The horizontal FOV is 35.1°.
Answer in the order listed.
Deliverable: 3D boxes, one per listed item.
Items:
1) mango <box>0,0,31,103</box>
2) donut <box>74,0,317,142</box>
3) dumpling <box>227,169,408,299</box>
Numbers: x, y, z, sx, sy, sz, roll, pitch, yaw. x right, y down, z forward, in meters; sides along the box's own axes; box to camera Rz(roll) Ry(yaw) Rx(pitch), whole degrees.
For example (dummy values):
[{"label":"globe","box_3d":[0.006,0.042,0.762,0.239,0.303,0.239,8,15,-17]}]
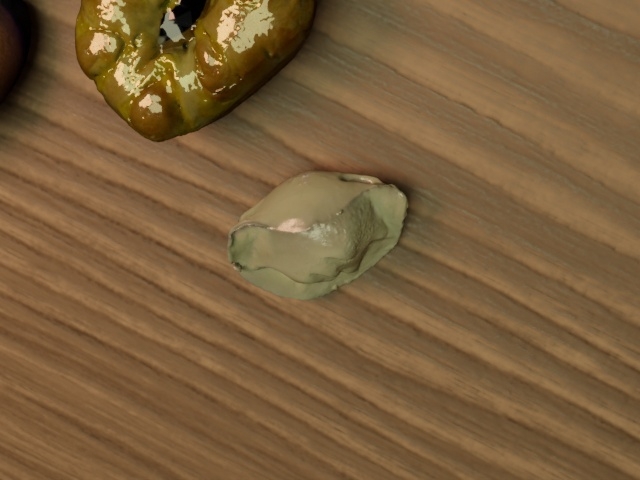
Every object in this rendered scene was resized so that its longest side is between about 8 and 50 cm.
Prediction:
[{"label":"mango","box_3d":[-0.462,-0.194,1.131,0.287,0.152,0.201,-32,89,9]},{"label":"donut","box_3d":[-0.129,-0.238,1.059,0.261,0.128,0.208,-31,94,19]},{"label":"dumpling","box_3d":[0.002,0.002,1.107,0.181,0.111,0.155,7,136,19]}]
